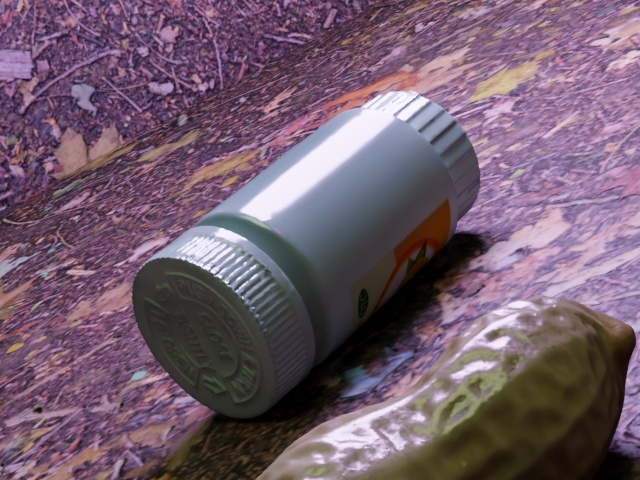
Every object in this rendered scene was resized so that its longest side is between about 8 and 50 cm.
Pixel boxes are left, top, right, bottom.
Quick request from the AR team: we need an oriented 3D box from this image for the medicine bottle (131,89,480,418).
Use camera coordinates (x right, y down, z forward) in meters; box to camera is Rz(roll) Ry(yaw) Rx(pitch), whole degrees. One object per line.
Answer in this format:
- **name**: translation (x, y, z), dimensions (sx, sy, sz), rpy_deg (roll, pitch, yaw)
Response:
- **medicine bottle**: translation (0.000, 0.000, 1.165), dimensions (0.158, 0.158, 0.318), rpy_deg (-8, 25, 47)

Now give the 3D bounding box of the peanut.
- **peanut**: translation (0.068, 0.126, 0.760), dimensions (0.298, 0.120, 0.136), rpy_deg (-32, 22, -27)
